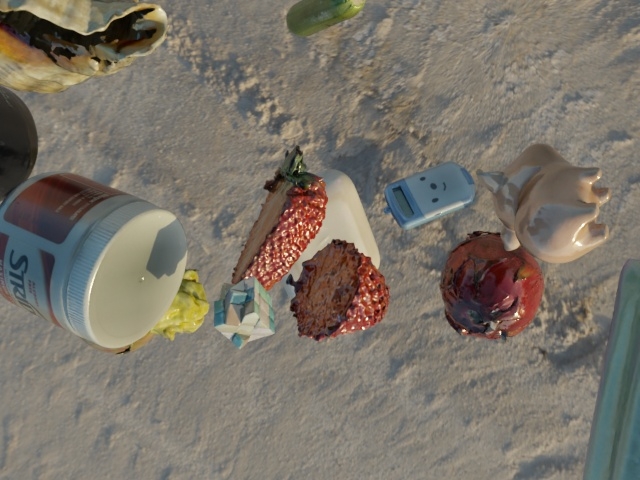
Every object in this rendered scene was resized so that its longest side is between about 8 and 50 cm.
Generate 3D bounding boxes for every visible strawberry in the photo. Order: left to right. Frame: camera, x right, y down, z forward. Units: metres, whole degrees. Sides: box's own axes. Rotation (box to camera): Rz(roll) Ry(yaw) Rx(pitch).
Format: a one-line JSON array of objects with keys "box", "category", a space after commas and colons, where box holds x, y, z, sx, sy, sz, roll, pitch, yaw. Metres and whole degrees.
[{"box": [-0.065, -0.027, 1.076, 0.106, 0.188, 0.286, 24, 92, -18], "category": "strawberry"}, {"box": [0.055, 0.122, 1.227, 0.178, 0.234, 0.234, 25, 122, -33], "category": "strawberry"}]

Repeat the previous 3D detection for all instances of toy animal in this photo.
[{"box": [0.505, -0.078, 1.303, 0.269, 0.326, 0.237, -11, 121, 34], "category": "toy animal"}]

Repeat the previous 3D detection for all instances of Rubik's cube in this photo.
[{"box": [-0.108, 0.093, 0.771, 0.073, 0.075, 0.084, -20, 123, 14], "category": "Rubik's cube"}]

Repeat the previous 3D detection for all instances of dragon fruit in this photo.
[{"box": [0.476, 0.129, 1.638, 0.295, 0.302, 0.296, 23, 137, 24], "category": "dragon fruit"}]

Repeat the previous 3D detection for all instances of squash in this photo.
[{"box": [0.002, -0.405, 1.021, 0.228, 0.066, 0.066, 15, 123, 60], "category": "squash"}]

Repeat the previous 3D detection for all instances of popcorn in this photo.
[{"box": [-0.294, 0.117, 1.043, 0.168, 0.195, 0.174, 26, 86, 1], "category": "popcorn"}]

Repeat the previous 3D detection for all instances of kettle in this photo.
[{"box": [-0.611, -0.190, 0.846, 0.207, 0.290, 0.268, -38, 83, 6], "category": "kettle"}]

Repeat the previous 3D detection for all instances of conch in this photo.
[{"box": [-0.241, -0.220, 0.482, 0.291, 0.210, 0.159, 8, 83, 35], "category": "conch"}]

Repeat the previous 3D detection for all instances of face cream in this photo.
[{"box": [-0.318, 0.022, 0.798, 0.187, 0.201, 0.201, 20, 115, 19], "category": "face cream"}]

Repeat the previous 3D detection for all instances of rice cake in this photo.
[{"box": [0.250, 0.125, 0.455, 0.042, 0.080, 0.222, 9, 90, -11], "category": "rice cake"}]

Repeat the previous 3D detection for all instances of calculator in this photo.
[{"box": [0.239, -0.101, 1.285, 0.210, 0.039, 0.121, -21, 61, -2], "category": "calculator"}]

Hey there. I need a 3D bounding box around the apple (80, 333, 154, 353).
[{"box": [-0.489, 0.145, 1.431, 0.256, 0.234, 0.257, 4, 101, 19], "category": "apple"}]

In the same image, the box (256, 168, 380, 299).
[{"box": [0.000, 0.000, 1.581, 0.288, 0.141, 0.349, -29, 115, -12], "category": "box"}]
